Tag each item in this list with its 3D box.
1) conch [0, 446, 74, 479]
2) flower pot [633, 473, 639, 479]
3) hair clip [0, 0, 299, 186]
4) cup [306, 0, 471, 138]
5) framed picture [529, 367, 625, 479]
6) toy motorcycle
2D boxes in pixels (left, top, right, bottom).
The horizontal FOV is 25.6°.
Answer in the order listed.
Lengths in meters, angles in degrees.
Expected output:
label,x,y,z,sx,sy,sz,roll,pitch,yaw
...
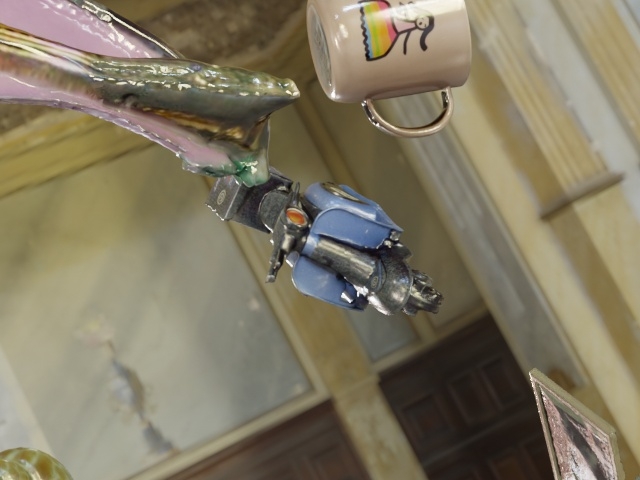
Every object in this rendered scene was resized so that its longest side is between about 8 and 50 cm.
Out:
label,x,y,z,sx,sy,sz,roll,pitch,yaw
conch,-0.367,0.308,1.732,0.173,0.116,0.106,21,-52,-26
flower pot,0.456,0.454,2.133,0.229,0.108,0.103,-34,-49,10
hair clip,-0.175,-0.126,0.930,0.359,0.110,0.096,14,-1,-29
cup,0.100,-0.269,2.048,0.200,0.252,0.191,-14,3,-10
framed picture,0.428,0.354,2.271,0.019,0.281,0.209,-30,36,-16
toy motorcycle,0.000,0.000,1.656,0.125,0.213,0.358,-66,26,8
